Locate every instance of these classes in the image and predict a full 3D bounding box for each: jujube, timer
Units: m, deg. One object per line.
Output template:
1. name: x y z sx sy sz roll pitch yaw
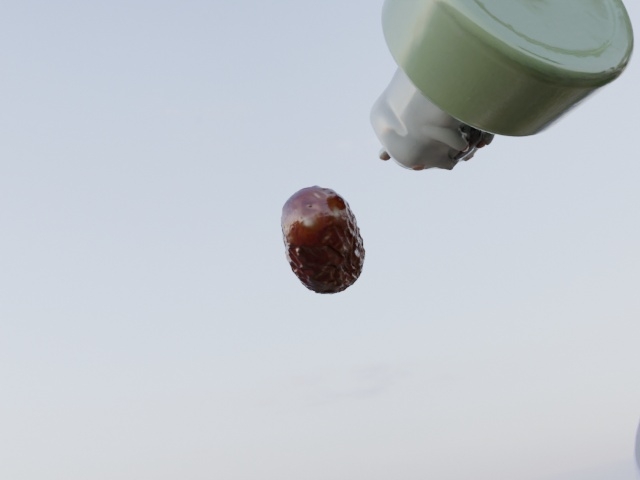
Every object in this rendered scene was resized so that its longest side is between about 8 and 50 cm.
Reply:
1. jujube: 0.000 0.000 1.169 0.109 0.112 0.176 -48 -24 -12
2. timer: 0.173 -0.202 1.127 0.290 0.291 0.315 3 -36 -27

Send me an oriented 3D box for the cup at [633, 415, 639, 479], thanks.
1. cup: 0.446 0.225 0.701 0.371 0.253 0.253 38 -36 -11
